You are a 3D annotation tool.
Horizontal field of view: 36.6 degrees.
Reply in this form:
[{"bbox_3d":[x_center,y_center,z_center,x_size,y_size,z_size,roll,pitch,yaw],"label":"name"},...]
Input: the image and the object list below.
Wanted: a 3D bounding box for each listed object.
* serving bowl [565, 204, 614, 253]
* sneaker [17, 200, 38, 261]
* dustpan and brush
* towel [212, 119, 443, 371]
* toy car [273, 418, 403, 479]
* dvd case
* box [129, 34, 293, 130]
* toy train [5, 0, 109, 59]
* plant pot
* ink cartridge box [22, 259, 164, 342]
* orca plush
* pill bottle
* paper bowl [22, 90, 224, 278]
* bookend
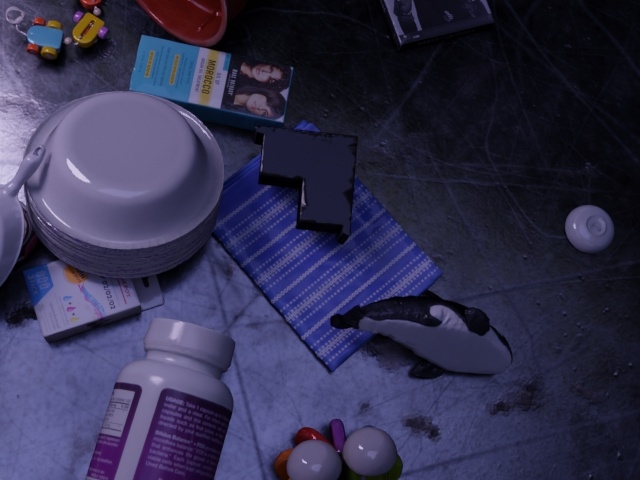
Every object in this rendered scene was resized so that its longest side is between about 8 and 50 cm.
[{"bbox_3d":[0.447,-0.021,1.590,0.083,0.027,0.083,2,75,-10],"label":"serving bowl"},{"bbox_3d":[-0.546,-0.061,1.392,0.299,0.112,0.120,28,72,-2],"label":"sneaker"},{"bbox_3d":[-0.442,-0.044,1.316,0.147,0.060,0.211,40,108,12],"label":"dustpan and brush"},{"bbox_3d":[0.000,0.000,1.505,0.243,0.040,0.336,-39,84,-16],"label":"towel"},{"bbox_3d":[0.022,0.319,1.381,0.182,0.159,0.136,-11,41,-12],"label":"toy car"},{"bbox_3d":[0.177,-0.455,1.663,0.179,0.029,0.238,-16,77,-13],"label":"dvd case"},{"bbox_3d":[-0.172,-0.244,1.530,0.244,0.060,0.100,11,74,-6],"label":"box"},{"bbox_3d":[-0.404,-0.349,1.531,0.166,0.046,0.125,-30,80,-19],"label":"toy train"},{"bbox_3d":[-0.153,-0.489,1.509,0.272,0.272,0.265,44,65,4],"label":"plant pot"},{"bbox_3d":[-0.329,0.070,1.418,0.181,0.061,0.104,-18,79,-14],"label":"ink cartridge box"},{"bbox_3d":[0.155,0.125,1.471,0.287,0.151,0.102,5,39,-11],"label":"orca plush"},{"bbox_3d":[-0.215,0.267,1.328,0.169,0.169,0.301,17,73,-5],"label":"pill bottle"},{"bbox_3d":[-0.280,-0.098,1.390,0.284,0.148,0.284,6,57,-9],"label":"paper bowl"},{"bbox_3d":[-0.029,-0.083,1.467,0.156,0.072,0.157,5,78,-6],"label":"bookend"}]
